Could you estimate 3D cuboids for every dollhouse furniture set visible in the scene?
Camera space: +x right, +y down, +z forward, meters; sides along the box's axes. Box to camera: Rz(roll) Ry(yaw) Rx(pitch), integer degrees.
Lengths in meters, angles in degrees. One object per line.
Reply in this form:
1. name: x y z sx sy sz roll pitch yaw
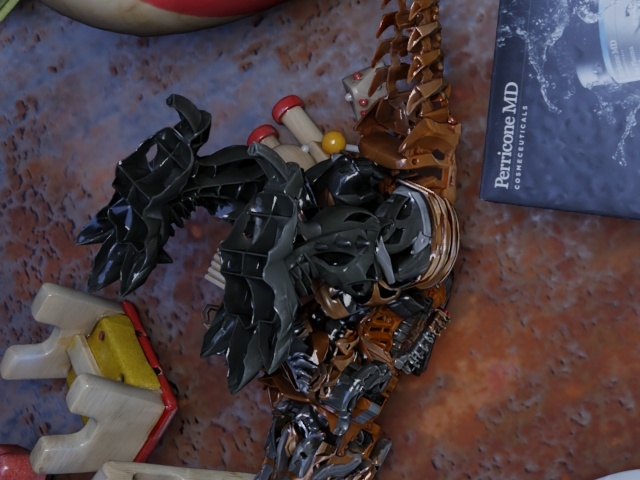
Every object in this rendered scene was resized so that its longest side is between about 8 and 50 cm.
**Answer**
1. dollhouse furniture set: -0.096 0.229 0.971 0.201 0.152 0.374 -57 41 26

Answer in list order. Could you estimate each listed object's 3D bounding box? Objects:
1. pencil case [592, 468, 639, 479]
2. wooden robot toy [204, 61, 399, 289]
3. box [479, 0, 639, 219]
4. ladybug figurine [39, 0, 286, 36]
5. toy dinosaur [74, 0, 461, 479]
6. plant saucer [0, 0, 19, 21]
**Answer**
1. pencil case: 0.172 0.251 0.810 0.113 0.124 0.273 -24 42 22
2. wooden robot toy: -0.025 -0.041 0.976 0.076 0.079 0.173 46 108 15
3. box: 0.180 -0.089 0.878 0.158 0.093 0.156 7 95 24
4. ladybug figurine: -0.042 -0.271 0.847 0.305 0.162 0.449 25 129 -20
5. toy dinosaur: 0.000 0.000 0.901 0.164 0.218 0.322 -1 88 47
6. plant saucer: -0.201 -0.270 1.062 0.188 0.045 0.188 -45 76 19
